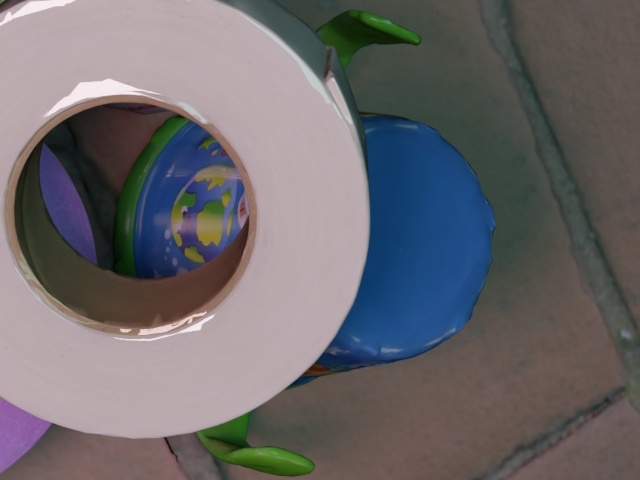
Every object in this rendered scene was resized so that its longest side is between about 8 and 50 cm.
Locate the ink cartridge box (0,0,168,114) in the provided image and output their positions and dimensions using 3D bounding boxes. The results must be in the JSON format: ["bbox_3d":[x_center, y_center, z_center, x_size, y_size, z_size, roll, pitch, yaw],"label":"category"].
[{"bbox_3d":[-0.178,-0.153,1.184,0.219,0.160,0.092,10,85,-29],"label":"ink cartridge box"}]

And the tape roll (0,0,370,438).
[{"bbox_3d":[-0.109,-0.027,1.051,0.286,0.100,0.286,0,108,1],"label":"tape roll"}]

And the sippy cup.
[{"bbox_3d":[0.000,0.000,1.250,0.240,0.224,0.305,-21,99,-30],"label":"sippy cup"}]

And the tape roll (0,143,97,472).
[{"bbox_3d":[-0.286,0.033,1.136,0.275,0.090,0.274,-4,96,-38],"label":"tape roll"}]
